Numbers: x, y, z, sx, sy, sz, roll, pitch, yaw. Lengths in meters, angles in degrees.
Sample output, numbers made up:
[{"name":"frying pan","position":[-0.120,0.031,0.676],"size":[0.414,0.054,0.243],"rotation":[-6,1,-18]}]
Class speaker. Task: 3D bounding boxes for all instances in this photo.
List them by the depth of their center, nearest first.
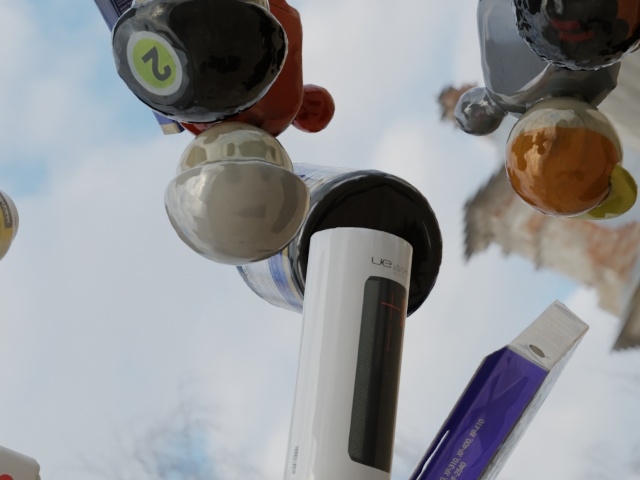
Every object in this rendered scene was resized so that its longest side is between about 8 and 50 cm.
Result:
[{"name":"speaker","position":[0.014,0.064,0.889],"size":[0.055,0.055,0.136],"rotation":[41,-129,-57]}]

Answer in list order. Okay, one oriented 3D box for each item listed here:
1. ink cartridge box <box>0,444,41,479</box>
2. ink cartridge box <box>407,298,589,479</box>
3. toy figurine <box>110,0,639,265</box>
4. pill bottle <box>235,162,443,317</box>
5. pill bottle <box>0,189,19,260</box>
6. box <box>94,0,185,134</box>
[{"name":"ink cartridge box","position":[-0.311,0.181,1.080],"size":[0.237,0.100,0.172],"rotation":[28,-116,-35]},{"name":"ink cartridge box","position":[0.122,0.158,1.366],"size":[0.206,0.045,0.208],"rotation":[-60,-15,20]},{"name":"toy figurine","position":[0.027,-0.086,0.668],"size":[0.213,0.209,0.148],"rotation":[87,-179,-65]},{"name":"pill bottle","position":[0.000,0.000,1.391],"size":[0.122,0.219,0.123],"rotation":[-2,-84,-20]},{"name":"pill bottle","position":[-0.366,-0.013,1.751],"size":[0.184,0.103,0.103],"rotation":[-31,-35,-78]},{"name":"box","position":[-0.171,-0.249,1.961],"size":[0.136,0.036,0.225],"rotation":[-41,-64,-35]}]
